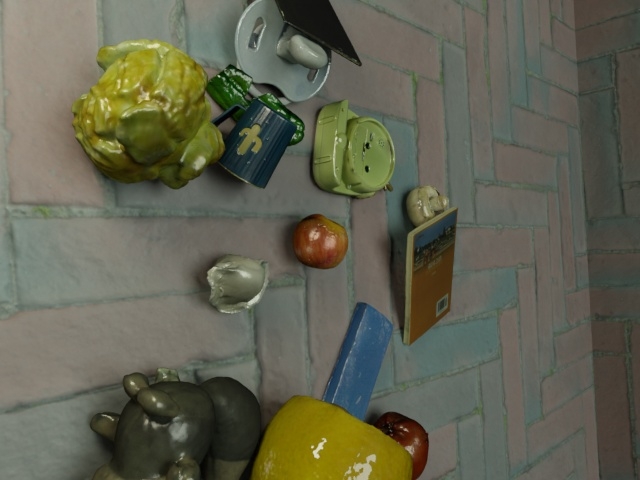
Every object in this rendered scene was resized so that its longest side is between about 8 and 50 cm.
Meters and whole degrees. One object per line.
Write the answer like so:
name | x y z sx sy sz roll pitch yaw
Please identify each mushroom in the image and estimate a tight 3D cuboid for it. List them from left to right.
mushroom | 0.339 -0.102 1.641 0.154 0.122 0.154 21 60 -42

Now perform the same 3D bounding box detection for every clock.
clock | 0.115 -0.231 1.447 0.308 0.096 0.235 13 78 -44

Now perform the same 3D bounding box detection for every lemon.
lemon | 0.004 0.532 1.127 0.364 0.364 0.365 3 85 -44

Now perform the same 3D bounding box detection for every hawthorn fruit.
hawthorn fruit | 0.210 0.579 1.434 0.185 0.185 0.202 -36 116 -39

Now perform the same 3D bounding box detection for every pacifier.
pacifier | -0.060 -0.420 1.215 0.278 0.207 0.228 14 95 -43

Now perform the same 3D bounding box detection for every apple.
apple | 0.000 0.000 1.285 0.146 0.146 0.147 3 85 -44

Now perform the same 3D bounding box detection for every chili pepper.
chili pepper | -0.146 -0.297 1.205 0.253 0.083 0.099 32 84 -30

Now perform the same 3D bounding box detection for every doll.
doll | -0.244 0.441 0.957 0.378 0.252 0.383 16 83 -42

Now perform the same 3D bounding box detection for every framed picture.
framed picture | -0.035 -0.568 1.262 0.244 0.013 0.324 13 46 -43

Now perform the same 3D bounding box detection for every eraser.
eraser | 0.106 0.337 1.439 0.144 0.042 0.312 41 61 -35

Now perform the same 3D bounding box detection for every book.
book | 0.340 0.108 1.618 0.262 0.028 0.374 -26 123 -42

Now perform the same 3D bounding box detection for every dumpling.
dumpling | -0.182 0.094 1.138 0.188 0.108 0.127 4 110 -58

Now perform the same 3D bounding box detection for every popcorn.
popcorn | -0.305 -0.210 0.959 0.276 0.276 0.226 10 44 -44

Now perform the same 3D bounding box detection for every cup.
cup | -0.151 -0.222 1.135 0.155 0.176 0.131 -54 175 11
